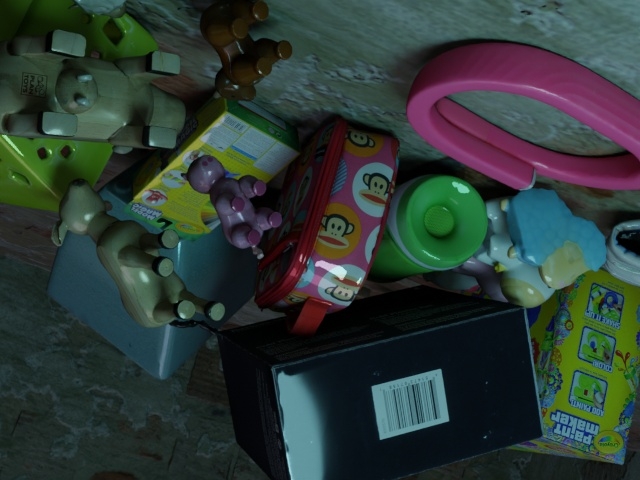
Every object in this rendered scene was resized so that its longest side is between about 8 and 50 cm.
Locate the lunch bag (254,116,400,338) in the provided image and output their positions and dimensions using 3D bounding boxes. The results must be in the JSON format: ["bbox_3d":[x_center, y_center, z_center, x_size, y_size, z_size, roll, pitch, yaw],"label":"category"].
[{"bbox_3d":[0.000,0.000,1.245,0.120,0.258,0.293,18,165,-10],"label":"lunch bag"}]

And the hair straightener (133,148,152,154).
[{"bbox_3d":[-0.337,-0.180,1.348,0.230,0.047,0.089,22,164,-23],"label":"hair straightener"}]

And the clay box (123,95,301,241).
[{"bbox_3d":[-0.146,-0.091,1.253,0.127,0.053,0.222,27,129,-37],"label":"clay box"}]

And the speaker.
[{"bbox_3d":[0.119,-0.011,1.323,0.131,0.131,0.296,19,169,-12],"label":"speaker"}]

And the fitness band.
[{"bbox_3d":[0.223,-0.114,0.993,0.290,0.054,0.209,22,164,-28],"label":"fitness band"}]

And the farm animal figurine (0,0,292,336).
[{"bbox_3d":[-0.191,-0.102,0.926,0.326,0.330,0.172,26,166,-39],"label":"farm animal figurine"}]

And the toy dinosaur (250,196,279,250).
[{"bbox_3d":[-0.067,-0.025,1.581,0.313,0.121,0.160,9,153,41],"label":"toy dinosaur"}]

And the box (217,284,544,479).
[{"bbox_3d":[0.068,0.190,1.309,0.343,0.179,0.312,-11,-173,-17],"label":"box"}]

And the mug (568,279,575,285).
[{"bbox_3d":[0.353,0.022,1.393,0.062,0.078,0.064,45,167,22],"label":"mug"}]

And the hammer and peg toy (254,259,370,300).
[{"bbox_3d":[-0.004,0.101,1.906,0.361,0.127,0.266,18,164,-11],"label":"hammer and peg toy"}]

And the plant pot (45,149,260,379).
[{"bbox_3d":[-0.238,0.003,1.469,0.247,0.247,0.252,35,138,12],"label":"plant pot"}]

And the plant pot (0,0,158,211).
[{"bbox_3d":[-0.345,-0.184,1.011,0.228,0.227,0.207,9,158,30],"label":"plant pot"}]

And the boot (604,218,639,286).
[{"bbox_3d":[0.482,0.038,1.203,0.258,0.095,0.123,12,172,16],"label":"boot"}]

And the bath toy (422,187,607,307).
[{"bbox_3d":[0.250,0.019,1.333,0.129,0.152,0.348,-4,176,-15],"label":"bath toy"}]

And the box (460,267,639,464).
[{"bbox_3d":[0.356,0.196,1.573,0.177,0.279,0.290,21,164,-23],"label":"box"}]
